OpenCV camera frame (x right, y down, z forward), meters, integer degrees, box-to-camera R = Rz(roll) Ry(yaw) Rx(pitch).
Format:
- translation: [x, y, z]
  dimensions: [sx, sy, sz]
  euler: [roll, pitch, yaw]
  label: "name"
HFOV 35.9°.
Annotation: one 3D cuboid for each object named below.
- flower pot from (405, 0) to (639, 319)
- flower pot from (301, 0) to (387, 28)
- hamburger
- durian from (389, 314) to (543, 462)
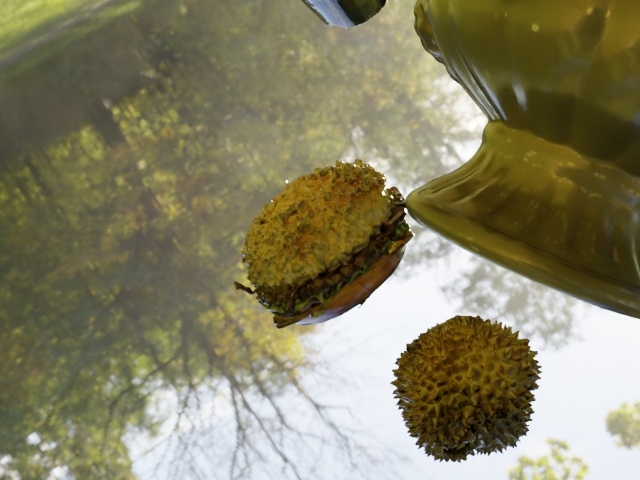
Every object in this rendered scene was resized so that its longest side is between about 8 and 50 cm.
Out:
- translation: [0.197, -0.093, 0.731]
  dimensions: [0.307, 0.307, 0.244]
  euler: [-120, -129, -79]
  label: "flower pot"
- translation: [0.027, -0.366, 1.357]
  dimensions: [0.157, 0.107, 0.158]
  euler: [-11, -120, 21]
  label: "flower pot"
- translation: [0.000, 0.000, 1.246]
  dimensions: [0.243, 0.139, 0.262]
  euler: [-36, -157, 1]
  label: "hamburger"
- translation: [0.250, 0.268, 1.718]
  dimensions: [0.258, 0.258, 0.293]
  euler: [-41, 170, -40]
  label: "durian"
